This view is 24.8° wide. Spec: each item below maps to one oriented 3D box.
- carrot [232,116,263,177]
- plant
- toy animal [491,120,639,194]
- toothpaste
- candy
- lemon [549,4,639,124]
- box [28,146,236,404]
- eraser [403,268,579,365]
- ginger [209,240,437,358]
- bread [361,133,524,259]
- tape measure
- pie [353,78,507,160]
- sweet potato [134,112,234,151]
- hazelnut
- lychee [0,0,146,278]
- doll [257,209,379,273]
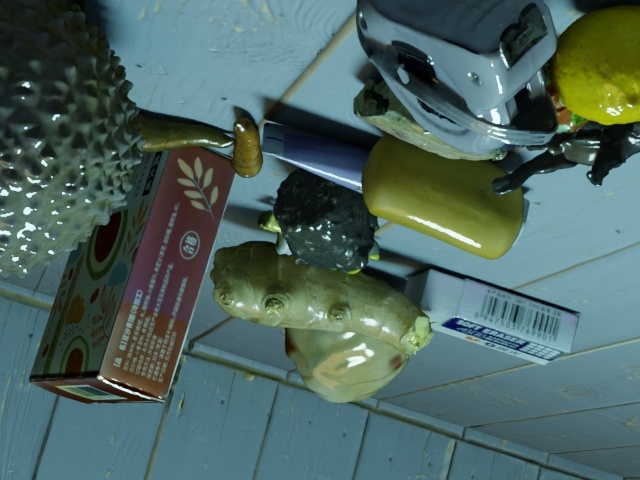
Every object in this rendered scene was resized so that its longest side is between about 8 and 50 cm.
[{"bbox_3d":[-0.104,-0.132,2.054,0.047,0.047,0.191,15,164,2],"label":"carrot"},{"bbox_3d":[0.018,-0.023,2.170,0.132,0.129,0.194,7,161,29],"label":"plant"},{"bbox_3d":[0.299,-0.104,1.634,0.148,0.085,0.232,-8,-177,-38],"label":"toy animal"},{"bbox_3d":[0.098,-0.085,1.962,0.371,0.080,0.125,19,-158,-9],"label":"toothpaste"},{"bbox_3d":[0.187,-0.167,1.606,0.287,0.078,0.084,12,138,52],"label":"candy"},{"bbox_3d":[0.286,-0.165,1.376,0.114,0.114,0.155,26,167,-36],"label":"lemon"},{"bbox_3d":[-0.298,0.057,2.284,0.122,0.385,0.344,22,164,-24],"label":"box"},{"bbox_3d":[0.293,0.131,2.549,0.287,0.086,0.130,19,164,-11],"label":"eraser"},{"bbox_3d":[-0.003,0.097,2.472,0.375,0.166,0.236,24,-175,-15],"label":"ginger"},{"bbox_3d":[0.161,-0.067,1.855,0.217,0.147,0.098,18,134,-7],"label":"bread"},{"bbox_3d":[0.134,-0.173,1.412,0.236,0.120,0.197,31,158,43],"label":"tape measure"},{"bbox_3d":[0.130,-0.131,1.692,0.185,0.052,0.218,25,180,-16],"label":"pie"},{"bbox_3d":[-0.247,-0.157,2.098,0.249,0.059,0.069,12,153,-1],"label":"sweet potato"},{"bbox_3d":[0.059,0.159,2.666,0.261,0.261,0.241,2,-160,42],"label":"hazelnut"},{"bbox_3d":[-0.398,-0.142,1.727,0.380,0.380,0.432,7,-178,30],"label":"lychee"},{"bbox_3d":[0.000,0.000,2.376,0.207,0.081,0.129,17,173,-14],"label":"doll"}]
